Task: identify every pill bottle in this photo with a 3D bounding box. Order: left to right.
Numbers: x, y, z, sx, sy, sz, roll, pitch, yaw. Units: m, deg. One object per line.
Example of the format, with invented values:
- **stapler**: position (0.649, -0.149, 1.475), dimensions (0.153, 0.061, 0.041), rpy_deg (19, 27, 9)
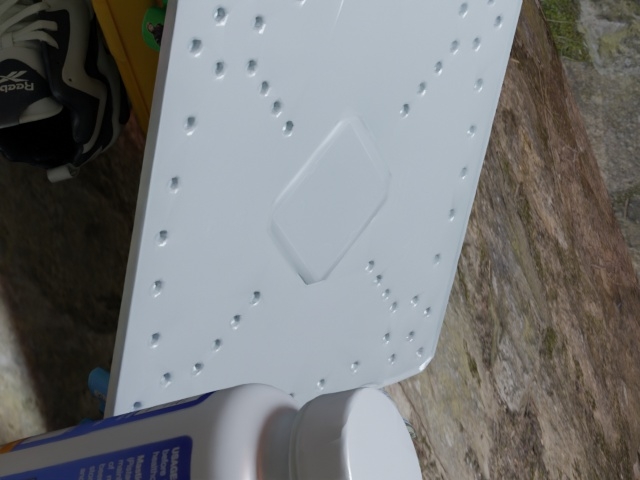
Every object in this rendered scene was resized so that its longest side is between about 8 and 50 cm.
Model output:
- **pill bottle**: position (-0.079, 0.175, 0.890), dimensions (0.152, 0.272, 0.152), rpy_deg (45, 37, -49)

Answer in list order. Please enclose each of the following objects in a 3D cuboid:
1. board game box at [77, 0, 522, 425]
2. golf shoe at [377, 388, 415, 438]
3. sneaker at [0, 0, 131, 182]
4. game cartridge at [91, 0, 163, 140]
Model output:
- **board game box**: position (-0.007, -0.037, 1.086), dimensions (0.390, 0.050, 0.390), rpy_deg (-13, 122, -47)
- **golf shoe**: position (0.029, 0.162, 1.454), dimensions (0.176, 0.069, 0.086), rpy_deg (46, 16, -54)
- **sneaker**: position (-0.217, -0.145, 1.010), dimensions (0.153, 0.094, 0.235), rpy_deg (-82, 159, -60)
- **game cartridge**: position (-0.156, -0.226, 1.064), dimensions (0.323, 0.053, 0.285), rpy_deg (73, -1, -58)
